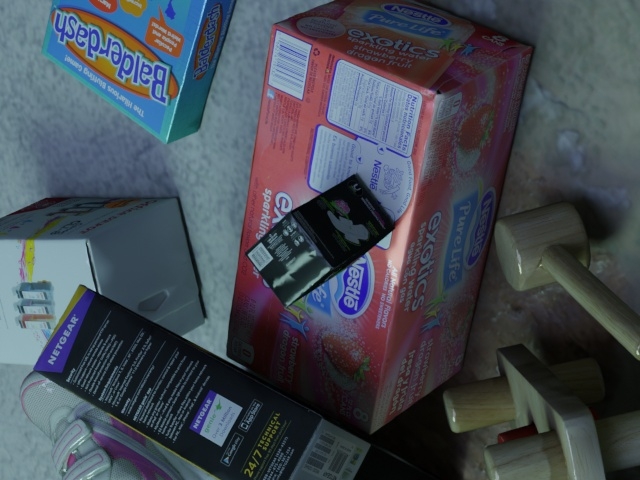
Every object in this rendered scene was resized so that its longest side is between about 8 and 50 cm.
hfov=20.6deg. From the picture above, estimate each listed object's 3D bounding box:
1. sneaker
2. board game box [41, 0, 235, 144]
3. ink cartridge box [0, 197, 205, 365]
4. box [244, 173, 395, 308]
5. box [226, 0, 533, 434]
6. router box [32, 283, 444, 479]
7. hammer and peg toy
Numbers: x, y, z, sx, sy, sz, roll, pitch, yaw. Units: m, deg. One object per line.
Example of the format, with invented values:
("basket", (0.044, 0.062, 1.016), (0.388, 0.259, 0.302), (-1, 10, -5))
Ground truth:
("sneaker", (-0.206, 0.213, 1.688), (0.252, 0.111, 0.103), (37, 128, 21))
("board game box", (-0.150, -0.212, 1.502), (0.160, 0.047, 0.210), (35, 128, 22))
("ink cartridge box", (-0.218, 0.037, 1.610), (0.176, 0.128, 0.127), (1, 109, 37))
("box", (0.000, 0.000, 1.254), (0.052, 0.083, 0.062), (53, 131, 5))
("box", (0.042, -0.025, 1.363), (0.154, 0.142, 0.300), (26, 124, 28))
("router box", (-0.051, 0.156, 1.422), (0.243, 0.309, 0.081), (26, 84, 29))
("hammer and peg toy", (0.170, 0.167, 1.267), (0.127, 0.266, 0.361), (-12, 99, -3))
